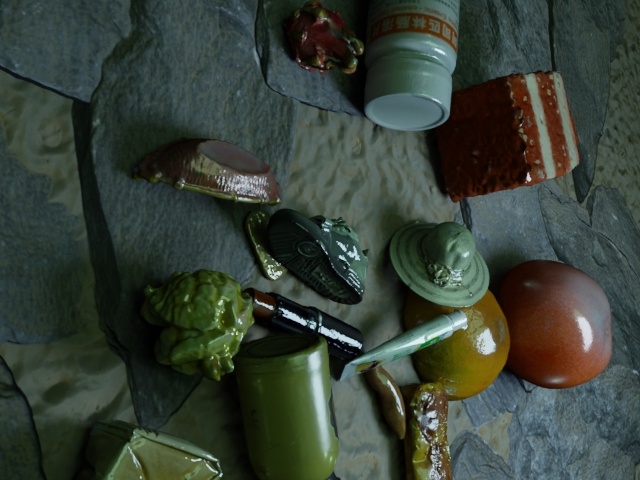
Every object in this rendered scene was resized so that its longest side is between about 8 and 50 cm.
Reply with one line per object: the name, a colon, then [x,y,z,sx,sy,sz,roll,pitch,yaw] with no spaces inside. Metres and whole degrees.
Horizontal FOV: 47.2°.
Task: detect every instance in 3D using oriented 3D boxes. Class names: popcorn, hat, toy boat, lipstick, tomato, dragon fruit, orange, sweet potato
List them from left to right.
popcorn: [-0.195,0.141,1.204,0.167,0.185,0.188,-11,100,-29]
toy boat: [-0.178,-0.122,1.329,0.317,0.099,0.141,8,50,-43]
lipstick: [-0.035,0.162,1.417,0.299,0.081,0.081,29,64,-40]
dragon fruit: [0.011,-0.414,1.530,0.133,0.208,0.150,-23,142,-31]
sweet potato: [0.145,0.333,1.583,0.055,0.058,0.202,-23,97,1]
hat: [0.290,0.020,1.646,0.251,0.110,0.252,11,48,-13]
orange: [0.322,0.226,1.745,0.274,0.274,0.310,-20,128,-44]
tomato: [0.617,0.212,1.899,0.341,0.272,0.342,9,76,-42]

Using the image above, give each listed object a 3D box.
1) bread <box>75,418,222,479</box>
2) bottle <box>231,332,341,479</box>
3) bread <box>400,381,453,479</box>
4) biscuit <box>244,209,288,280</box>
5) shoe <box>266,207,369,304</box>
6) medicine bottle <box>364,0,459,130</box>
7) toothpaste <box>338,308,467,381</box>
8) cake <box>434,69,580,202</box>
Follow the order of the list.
bread: [-0.276,0.389,1.129,0.209,0.109,0.192,28,70,-37]
bottle: [-0.050,0.353,1.312,0.171,0.171,0.352,-16,102,-44]
bread: [0.234,0.451,1.619,0.139,0.077,0.271,5,81,-49]
biscuit: [-0.104,0.009,1.423,0.071,0.018,0.147,-32,106,-42]
shoe: [0.002,-0.001,1.461,0.293,0.109,0.149,48,44,-39]
medicine bottle: [0.207,-0.456,1.670,0.211,0.211,0.372,20,69,-40]
toothpaste: [0.177,0.218,1.549,0.314,0.056,0.058,-21,108,-24]
cake: [0.465,-0.262,1.840,0.319,0.270,0.270,-16,94,-44]
